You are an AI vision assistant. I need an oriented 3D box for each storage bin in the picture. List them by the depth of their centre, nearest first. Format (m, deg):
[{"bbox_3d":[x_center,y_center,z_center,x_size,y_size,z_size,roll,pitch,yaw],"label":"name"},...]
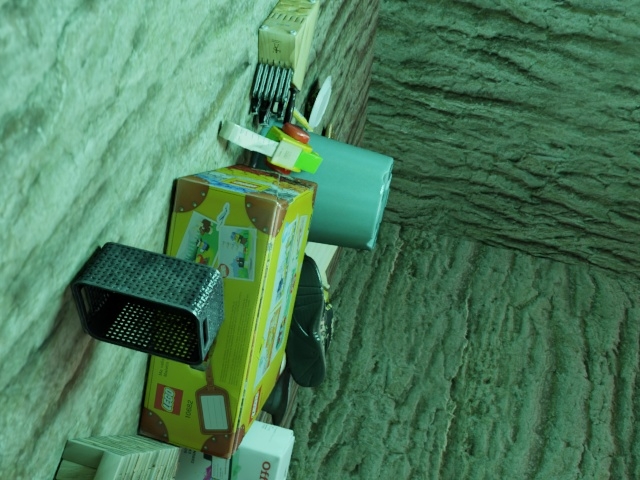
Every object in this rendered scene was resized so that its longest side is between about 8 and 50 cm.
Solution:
[{"bbox_3d":[-0.232,0.087,0.843,0.084,0.180,0.122,-68,168,-46],"label":"storage bin"}]

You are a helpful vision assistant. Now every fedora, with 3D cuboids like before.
[{"bbox_3d":[-0.173,0.470,2.028,0.244,0.124,0.275,118,-16,-52],"label":"fedora"}]

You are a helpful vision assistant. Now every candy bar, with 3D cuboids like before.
[{"bbox_3d":[-0.074,-0.329,1.520,0.018,0.161,0.040,-39,-144,11],"label":"candy bar"}]

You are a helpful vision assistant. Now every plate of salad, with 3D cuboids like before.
[{"bbox_3d":[-0.012,-0.449,2.006,0.200,0.048,0.200,23,90,-86],"label":"plate of salad"}]

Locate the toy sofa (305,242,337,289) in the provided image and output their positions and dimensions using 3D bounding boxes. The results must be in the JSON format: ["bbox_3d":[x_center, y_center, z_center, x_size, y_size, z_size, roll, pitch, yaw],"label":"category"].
[{"bbox_3d":[0.000,0.000,2.317,0.150,0.177,0.362,-11,-135,54],"label":"toy sofa"}]

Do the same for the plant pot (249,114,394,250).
[{"bbox_3d":[0.006,-0.130,1.619,0.341,0.334,0.341,14,90,-82],"label":"plant pot"}]

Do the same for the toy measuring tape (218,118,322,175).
[{"bbox_3d":[-0.117,-0.220,1.355,0.330,0.121,0.121,13,91,-51],"label":"toy measuring tape"}]

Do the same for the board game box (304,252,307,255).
[{"bbox_3d":[-0.100,0.107,1.976,0.165,0.042,0.243,51,-35,42],"label":"board game box"}]

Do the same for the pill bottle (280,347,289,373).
[{"bbox_3d":[-0.164,0.338,1.823,0.278,0.162,0.162,28,75,-82],"label":"pill bottle"}]

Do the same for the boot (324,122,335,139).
[{"bbox_3d":[0.023,-0.306,2.322,0.264,0.096,0.280,31,72,-82],"label":"boot"}]

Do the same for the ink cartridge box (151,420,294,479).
[{"bbox_3d":[-0.214,0.474,1.267,0.117,0.278,0.201,-40,143,-78],"label":"ink cartridge box"}]

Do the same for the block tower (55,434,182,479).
[{"bbox_3d":[-0.325,0.381,1.013,0.335,0.097,0.091,83,21,-73],"label":"block tower"}]

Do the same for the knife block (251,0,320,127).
[{"bbox_3d":[-0.083,-0.405,1.425,0.242,0.088,0.276,96,10,-47],"label":"knife block"}]

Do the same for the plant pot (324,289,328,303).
[{"bbox_3d":[-0.076,0.252,2.219,0.212,0.187,0.212,84,21,-66],"label":"plant pot"}]

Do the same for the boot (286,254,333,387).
[{"bbox_3d":[-0.035,0.215,1.829,0.284,0.138,0.377,-49,131,-81],"label":"boot"}]

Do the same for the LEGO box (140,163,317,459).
[{"bbox_3d":[-0.174,0.116,1.261,0.372,0.193,0.500,-46,149,-75],"label":"LEGO box"}]
